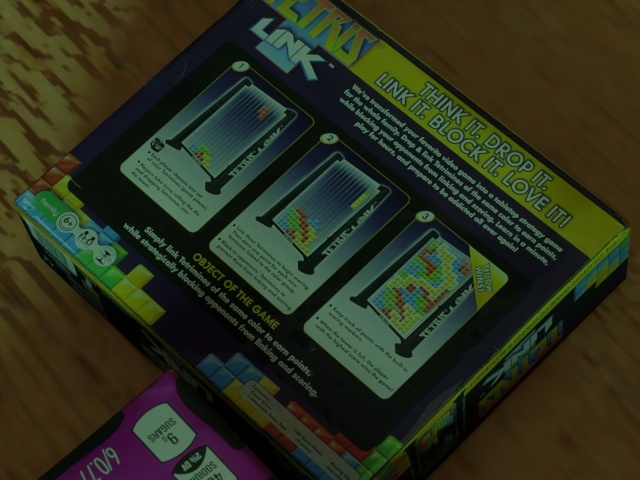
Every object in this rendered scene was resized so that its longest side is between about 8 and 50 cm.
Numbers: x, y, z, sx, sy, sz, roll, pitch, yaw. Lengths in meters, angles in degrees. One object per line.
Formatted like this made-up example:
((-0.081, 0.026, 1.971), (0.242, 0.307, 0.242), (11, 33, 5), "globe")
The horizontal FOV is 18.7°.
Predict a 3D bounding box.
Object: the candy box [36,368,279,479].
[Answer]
((-0.027, 0.176, 0.593), (0.159, 0.071, 0.233), (-41, 66, -13), "candy box")

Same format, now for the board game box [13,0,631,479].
((0.000, 0.000, 0.690), (0.141, 0.048, 0.170), (-42, 66, -15), "board game box")
